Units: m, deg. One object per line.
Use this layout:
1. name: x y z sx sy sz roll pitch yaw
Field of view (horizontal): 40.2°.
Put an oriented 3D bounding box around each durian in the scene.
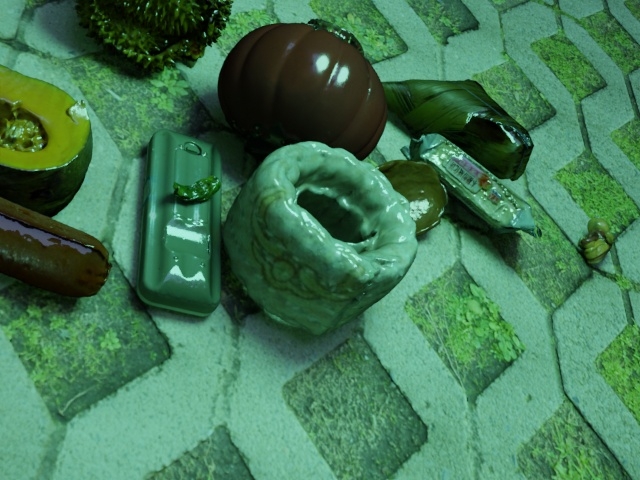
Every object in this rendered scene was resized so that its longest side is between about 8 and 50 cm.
1. durian: -0.284 -0.432 1.542 0.293 0.258 0.258 16 48 -30

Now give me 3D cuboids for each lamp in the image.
1. lamp: -0.029 -0.248 1.525 0.303 0.303 0.257 28 81 -12

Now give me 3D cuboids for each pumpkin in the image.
1. pumpkin: -0.486 -0.170 1.266 0.317 0.139 0.221 22 50 -14

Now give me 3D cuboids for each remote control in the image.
1. remote control: -0.216 -0.039 1.387 0.128 0.065 0.335 17 48 -26

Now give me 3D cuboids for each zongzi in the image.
1. zongzi: 0.255 -0.241 1.786 0.300 0.138 0.286 8 31 -28

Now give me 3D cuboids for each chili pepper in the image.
1. chili pepper: -0.193 -0.080 1.372 0.091 0.034 0.030 -16 33 -41

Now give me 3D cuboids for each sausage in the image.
1. sausage: -0.446 -0.012 1.190 0.330 0.102 0.102 25 45 -16

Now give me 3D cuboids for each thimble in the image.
1. thimble: 0.000 0.000 1.397 0.291 0.195 0.291 21 45 -23

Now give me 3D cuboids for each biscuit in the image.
1. biscuit: 0.300 -0.107 1.732 0.309 0.079 0.186 40 0 -2

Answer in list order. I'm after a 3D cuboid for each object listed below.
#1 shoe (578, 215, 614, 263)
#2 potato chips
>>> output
1. shoe: 0.601 -0.002 1.898 0.109 0.072 0.069 -45 117 -24
2. potato chips: 0.145 -0.076 1.643 0.202 0.049 0.150 -20 97 -20
